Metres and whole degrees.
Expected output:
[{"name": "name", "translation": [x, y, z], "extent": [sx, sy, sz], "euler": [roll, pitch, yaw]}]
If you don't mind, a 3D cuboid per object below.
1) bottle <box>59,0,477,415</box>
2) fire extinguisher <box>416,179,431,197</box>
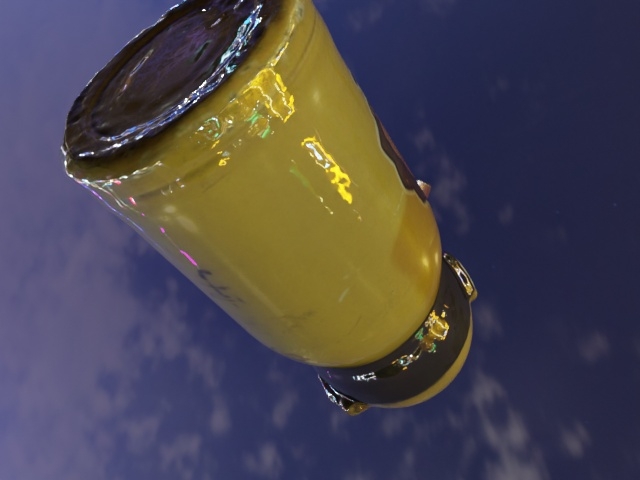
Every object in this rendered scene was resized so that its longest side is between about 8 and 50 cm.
[{"name": "bottle", "translation": [0.000, 0.000, 0.472], "extent": [0.172, 0.351, 0.171], "euler": [-21, -136, 21]}, {"name": "fire extinguisher", "translation": [0.071, 0.040, 0.728], "extent": [0.071, 0.099, 0.231], "euler": [-147, -111, -69]}]
